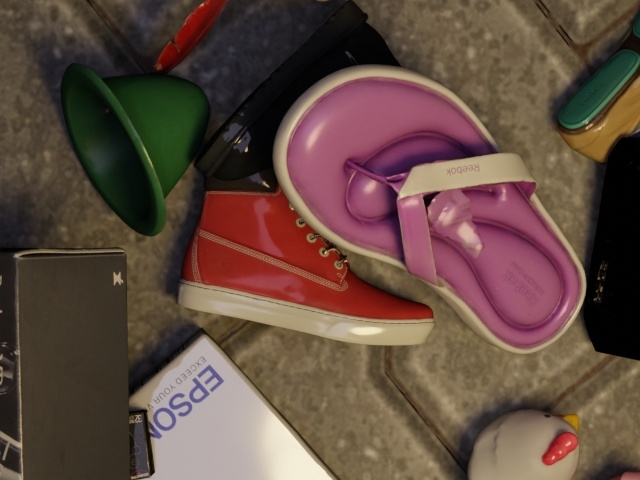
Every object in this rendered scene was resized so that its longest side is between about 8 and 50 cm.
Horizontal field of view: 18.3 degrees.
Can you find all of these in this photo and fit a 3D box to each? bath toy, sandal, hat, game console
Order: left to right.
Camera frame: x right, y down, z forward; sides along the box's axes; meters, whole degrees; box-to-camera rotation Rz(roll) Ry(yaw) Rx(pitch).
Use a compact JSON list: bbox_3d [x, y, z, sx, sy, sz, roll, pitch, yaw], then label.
[{"bbox_3d":[-0.117,-0.125,1.816,0.183,0.208,0.173,-30,83,-21],"label":"hat"},{"bbox_3d":[0.127,-0.023,1.755,0.416,0.102,0.169,34,88,-41],"label":"sandal"},{"bbox_3d":[0.295,0.283,1.868,0.348,0.129,0.151,44,55,-5],"label":"bath toy"},{"bbox_3d":[0.431,0.030,1.841,0.361,0.044,0.213,11,103,16],"label":"game console"}]

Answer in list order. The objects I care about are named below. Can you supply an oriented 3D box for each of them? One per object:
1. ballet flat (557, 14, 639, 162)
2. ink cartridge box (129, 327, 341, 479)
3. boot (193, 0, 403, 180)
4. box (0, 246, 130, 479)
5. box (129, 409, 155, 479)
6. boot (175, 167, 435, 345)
[{"bbox_3d":[0.318,-0.171,1.887,0.232,0.080,0.073,-47,122,2],"label":"ballet flat"},{"bbox_3d":[-0.122,0.310,1.872,0.324,0.071,0.330,-42,93,-1],"label":"ink cartridge box"},{"bbox_3d":[0.030,-0.081,1.815,0.207,0.094,0.246,45,56,-3],"label":"boot"},{"bbox_3d":[-0.342,0.176,1.731,0.312,0.179,0.343,-1,91,24],"label":"box"},{"bbox_3d":[-0.197,0.189,1.806,0.083,0.052,0.062,-8,88,-1],"label":"box"},{"bbox_3d":[0.000,0.000,1.859,0.244,0.088,0.176,13,90,-1],"label":"boot"}]
